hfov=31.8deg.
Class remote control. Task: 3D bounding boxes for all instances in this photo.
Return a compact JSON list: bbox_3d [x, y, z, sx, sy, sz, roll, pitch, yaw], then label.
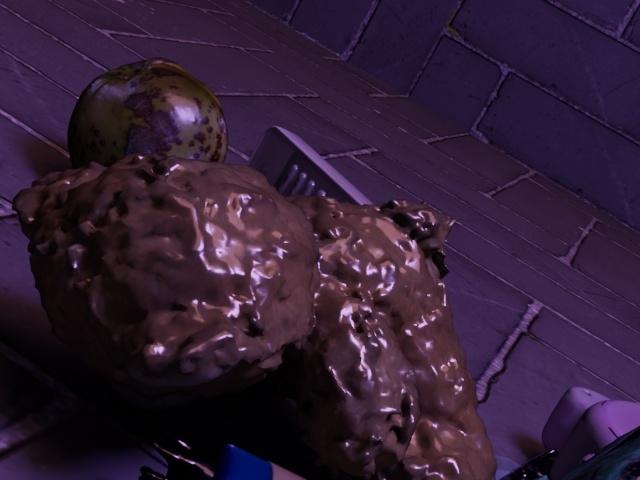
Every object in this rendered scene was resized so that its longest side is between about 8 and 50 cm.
[{"bbox_3d":[0.000,0.000,0.910,0.034,0.103,0.250,19,19,-40],"label":"remote control"}]

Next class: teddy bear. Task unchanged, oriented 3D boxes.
[{"bbox_3d":[-0.037,0.036,0.608,0.256,0.156,0.267,9,19,-41],"label":"teddy bear"}]

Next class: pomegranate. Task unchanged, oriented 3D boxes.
[{"bbox_3d":[-0.117,-0.073,0.889,0.163,0.125,0.138,23,4,-27],"label":"pomegranate"}]

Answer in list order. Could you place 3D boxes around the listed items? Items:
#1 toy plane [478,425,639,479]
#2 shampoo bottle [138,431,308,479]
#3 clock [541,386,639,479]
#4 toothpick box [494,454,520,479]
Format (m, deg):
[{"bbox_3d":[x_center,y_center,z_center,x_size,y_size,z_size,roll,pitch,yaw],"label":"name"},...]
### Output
[{"bbox_3d":[0.139,0.127,0.495,0.382,0.155,0.106,-5,61,-58],"label":"toy plane"},{"bbox_3d":[-0.003,0.146,0.520,0.183,0.050,0.087,27,18,-8],"label":"shampoo bottle"},{"bbox_3d":[0.275,0.202,0.781,0.248,0.090,0.227,28,14,1],"label":"clock"},{"bbox_3d":[0.100,0.164,0.647,0.052,0.052,0.083,29,16,-2],"label":"toothpick box"}]
